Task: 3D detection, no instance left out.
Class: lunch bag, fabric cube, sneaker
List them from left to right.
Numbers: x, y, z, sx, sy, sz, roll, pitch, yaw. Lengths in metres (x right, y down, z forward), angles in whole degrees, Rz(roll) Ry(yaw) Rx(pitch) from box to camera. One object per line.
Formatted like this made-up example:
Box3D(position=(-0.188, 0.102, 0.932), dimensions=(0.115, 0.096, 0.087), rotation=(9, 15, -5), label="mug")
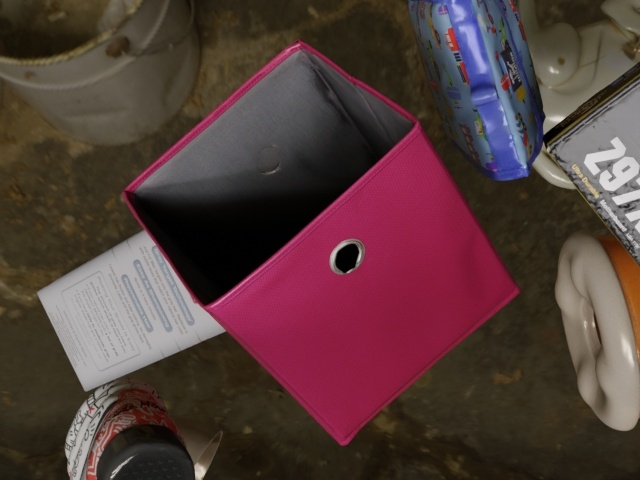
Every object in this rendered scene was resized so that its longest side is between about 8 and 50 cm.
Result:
Box3D(position=(-0.162, 0.246, 0.753), dimensions=(0.090, 0.145, 0.270), rotation=(5, 106, -23), label="sneaker")
Box3D(position=(0.000, 0.000, 0.972), dimensions=(0.254, 0.258, 0.259), rotation=(-41, 39, -3), label="fabric cube")
Box3D(position=(0.186, -0.201, 1.128), dimensions=(0.138, 0.293, 0.221), rotation=(-16, 106, 14), label="lunch bag")

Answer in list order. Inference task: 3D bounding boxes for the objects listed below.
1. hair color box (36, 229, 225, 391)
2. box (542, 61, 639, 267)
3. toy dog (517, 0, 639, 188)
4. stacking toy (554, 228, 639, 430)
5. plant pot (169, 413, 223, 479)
Box3D(position=(-0.261, 0.086, 1.460), dimensions=(0.374, 0.113, 0.185), rotation=(-25, 91, 37), label="hair color box")
Box3D(position=(0.438, -0.064, 1.015), dimensions=(0.257, 0.079, 0.322), rotation=(-37, 98, 19), label="box")
Box3D(position=(0.580, -0.308, 1.779), dimensions=(0.407, 0.284, 0.396), rotation=(-3, 67, 10), label="toy dog")
Box3D(position=(0.674, 0.115, 1.617), dimensions=(0.479, 0.350, 0.351), rotation=(-11, 80, 3), label="stacking toy")
Box3D(position=(-0.340, 0.445, 1.811), dimensions=(0.191, 0.284, 0.284), rotation=(29, 81, 6), label="plant pot")
